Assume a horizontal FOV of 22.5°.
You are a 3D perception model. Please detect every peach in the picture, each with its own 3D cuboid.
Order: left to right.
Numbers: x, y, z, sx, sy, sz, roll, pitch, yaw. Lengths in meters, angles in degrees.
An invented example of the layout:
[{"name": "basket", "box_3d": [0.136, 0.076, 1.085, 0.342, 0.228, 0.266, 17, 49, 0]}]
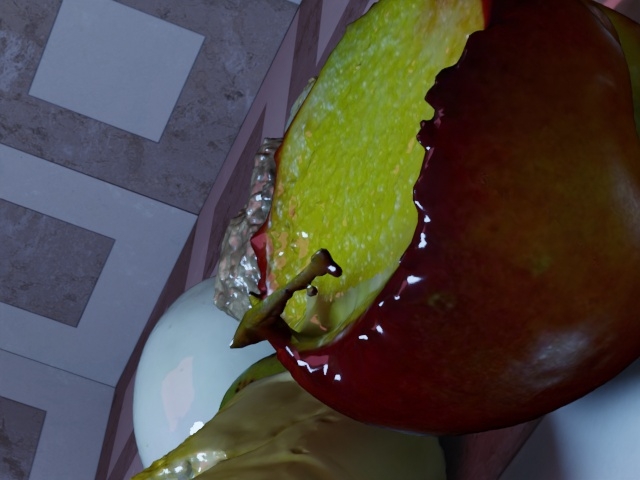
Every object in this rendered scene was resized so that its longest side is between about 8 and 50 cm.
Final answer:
[{"name": "peach", "box_3d": [0.132, -0.019, 1.249, 0.406, 0.310, 0.335, -50, 26, 41]}]

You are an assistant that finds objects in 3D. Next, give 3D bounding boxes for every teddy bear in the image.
[{"name": "teddy bear", "box_3d": [0.006, -0.003, 1.711, 0.222, 0.246, 0.296, -24, 1, 33]}]

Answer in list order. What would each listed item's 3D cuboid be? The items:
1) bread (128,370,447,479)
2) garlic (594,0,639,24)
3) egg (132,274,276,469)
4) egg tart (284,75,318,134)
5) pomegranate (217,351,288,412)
[{"name": "bread", "box_3d": [-0.082, 0.298, 1.359, 0.394, 0.250, 0.361, -32, -42, -53]}, {"name": "garlic", "box_3d": [0.272, -0.253, 1.490, 0.228, 0.110, 0.217, 123, 159, -46]}, {"name": "egg", "box_3d": [-0.083, 0.195, 1.913, 0.283, 0.283, 0.345, 124, 163, -49]}, {"name": "egg tart", "box_3d": [0.063, -0.067, 1.893, 0.288, 0.118, 0.288, 42, 145, 39]}, {"name": "pomegranate", "box_3d": [-0.010, 0.228, 1.655, 0.286, 0.231, 0.231, 127, 160, -54]}]
